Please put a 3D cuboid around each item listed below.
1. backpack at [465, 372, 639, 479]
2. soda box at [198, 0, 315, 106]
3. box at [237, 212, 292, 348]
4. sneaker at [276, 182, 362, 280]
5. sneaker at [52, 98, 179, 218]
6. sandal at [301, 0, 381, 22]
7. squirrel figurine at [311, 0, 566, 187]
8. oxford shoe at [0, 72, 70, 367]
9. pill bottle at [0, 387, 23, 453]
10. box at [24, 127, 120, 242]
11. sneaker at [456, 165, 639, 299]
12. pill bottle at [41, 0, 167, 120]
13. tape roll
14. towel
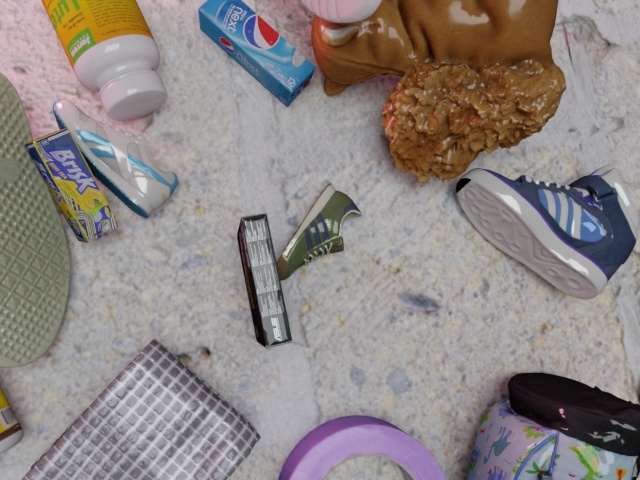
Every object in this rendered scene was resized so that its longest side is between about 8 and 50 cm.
[{"bbox_3d":[0.341,0.408,0.871,0.273,0.290,0.356,1,89,-1],"label":"backpack"},{"bbox_3d":[-0.111,-0.335,0.971,0.210,0.071,0.067,41,79,-3],"label":"soda box"},{"bbox_3d":[-0.092,0.066,0.867,0.045,0.184,0.191,-11,86,-10],"label":"box"},{"bbox_3d":[0.000,0.000,0.951,0.086,0.064,0.192,33,76,1],"label":"sneaker"},{"bbox_3d":[-0.334,-0.144,0.909,0.229,0.087,0.092,46,69,-8],"label":"sneaker"},{"bbox_3d":[-0.002,-0.467,0.877,0.102,0.170,0.416,-14,43,-28],"label":"sandal"},{"bbox_3d":[0.180,-0.301,0.924,0.369,0.281,0.398,-10,82,-4],"label":"squirrel figurine"},{"bbox_3d":[-0.497,-0.032,0.847,0.129,0.169,0.450,-10,93,30],"label":"oxford shoe"},{"bbox_3d":[-0.532,0.224,0.806,0.117,0.117,0.215,-29,88,-12],"label":"pill bottle"},{"bbox_3d":[-0.381,-0.083,0.863,0.059,0.054,0.169,-36,115,-34],"label":"box"},{"bbox_3d":[0.426,-0.074,1.015,0.322,0.130,0.236,40,69,2],"label":"sneaker"},{"bbox_3d":[-0.343,-0.325,0.897,0.136,0.136,0.246,-25,88,-12],"label":"pill bottle"},{"bbox_3d":[0.066,0.429,0.899,0.274,0.090,0.275,1,82,-10],"label":"tape roll"},{"bbox_3d":[-0.262,0.325,0.829,0.235,0.121,0.284,42,74,-4],"label":"towel"}]
